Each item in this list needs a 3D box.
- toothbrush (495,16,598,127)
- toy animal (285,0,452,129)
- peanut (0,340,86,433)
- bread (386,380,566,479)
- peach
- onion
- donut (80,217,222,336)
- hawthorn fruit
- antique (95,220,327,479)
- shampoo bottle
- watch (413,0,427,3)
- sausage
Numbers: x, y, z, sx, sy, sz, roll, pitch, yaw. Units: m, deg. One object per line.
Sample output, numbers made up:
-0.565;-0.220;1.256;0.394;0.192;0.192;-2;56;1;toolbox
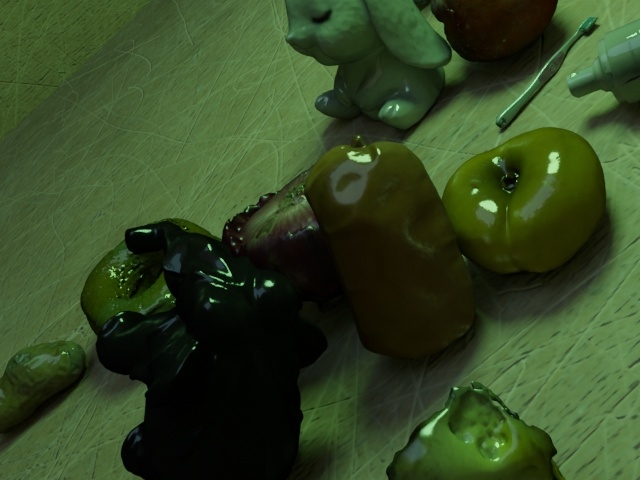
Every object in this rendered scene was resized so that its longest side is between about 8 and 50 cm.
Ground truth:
0.298;-0.223;1.040;0.204;0.017;0.022;-47;13;-8;toothbrush
0.052;-0.318;1.188;0.206;0.265;0.272;-49;31;-11;toy animal
-0.476;0.235;1.290;0.214;0.099;0.099;-43;32;10;peanut
0.147;0.234;0.562;0.252;0.133;0.174;32;77;12;bread
0.213;-0.040;0.838;0.179;0.103;0.179;-28;38;24;peach
-0.003;-0.011;0.988;0.248;0.161;0.248;-19;39;17;onion
-0.263;0.069;1.229;0.272;0.107;0.272;-27;38;23;donut
0.243;-0.337;1.094;0.173;0.173;0.172;-28;35;22;hawthorn fruit
-0.120;0.144;0.854;0.185;0.322;0.255;-12;13;-30;antique
0.414;-0.221;0.841;0.303;0.092;0.092;-19;39;34;shampoo bottle
0.161;-0.433;1.250;0.276;0.068;0.275;-13;8;-44;watch
0.070;0.007;0.820;0.136;0.241;0.120;-24;12;4;sausage
